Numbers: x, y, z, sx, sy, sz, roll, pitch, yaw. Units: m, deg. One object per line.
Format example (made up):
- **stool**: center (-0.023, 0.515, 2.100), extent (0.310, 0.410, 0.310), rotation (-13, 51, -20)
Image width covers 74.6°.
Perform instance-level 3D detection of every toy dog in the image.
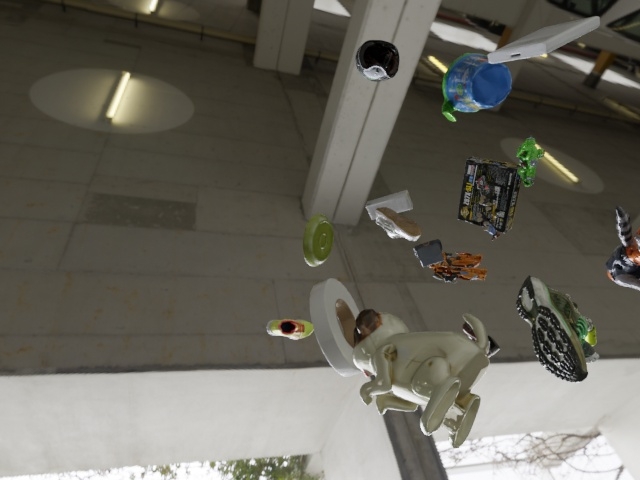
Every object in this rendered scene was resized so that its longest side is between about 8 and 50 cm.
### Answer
- **toy dog**: center (0.264, 0.357, 1.281), extent (0.408, 0.395, 0.284), rotation (19, 172, 46)

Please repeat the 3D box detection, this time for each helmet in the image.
- **helmet**: center (0.230, -0.749, 1.756), extent (0.161, 0.169, 0.169), rotation (19, -147, 33)

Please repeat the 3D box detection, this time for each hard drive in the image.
- **hard drive**: center (0.739, -0.665, 1.395), extent (0.307, 0.040, 0.203), rotation (-31, -154, -24)

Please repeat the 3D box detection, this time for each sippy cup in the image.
- **sippy cup**: center (0.632, -0.620, 1.666), extent (0.240, 0.306, 0.224), rotation (5, -158, -5)

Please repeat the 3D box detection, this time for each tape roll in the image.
- **tape roll**: center (0.083, 0.343, 1.680), extent (0.072, 0.392, 0.392), rotation (-24, -146, 18)

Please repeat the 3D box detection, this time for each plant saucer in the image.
- **plant saucer**: center (0.000, 0.000, 1.873), extent (0.037, 0.241, 0.241), rotation (8, -150, 30)

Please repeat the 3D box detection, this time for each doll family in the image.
- **doll family**: center (0.715, -0.092, 1.770), extent (0.076, 0.193, 0.111), rotation (4, 161, 43)

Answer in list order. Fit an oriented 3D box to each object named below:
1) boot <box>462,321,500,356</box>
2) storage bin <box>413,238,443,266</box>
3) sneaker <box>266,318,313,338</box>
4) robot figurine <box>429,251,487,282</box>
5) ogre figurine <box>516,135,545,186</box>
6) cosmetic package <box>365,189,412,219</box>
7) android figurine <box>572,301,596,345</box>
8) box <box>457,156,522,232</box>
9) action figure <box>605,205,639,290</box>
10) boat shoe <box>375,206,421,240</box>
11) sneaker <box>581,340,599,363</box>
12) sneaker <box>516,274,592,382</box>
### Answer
- **boot**: center (0.617, 0.494, 1.857), extent (0.264, 0.280, 0.096), rotation (36, -160, -39)
- **storage bin**: center (0.530, 0.062, 2.034), extent (0.135, 0.098, 0.091), rotation (-19, -140, 13)
- **sneaker**: center (-0.108, 0.359, 1.710), extent (0.208, 0.094, 0.082), rotation (7, -108, -34)
- **robot figurine**: center (0.729, 0.132, 2.256), extent (0.291, 0.085, 0.211), rotation (4, -136, -1)
- **ogre figurine**: center (0.826, -0.323, 1.667), extent (0.096, 0.118, 0.197), rotation (21, -114, 17)
- **cosmetic package**: center (0.382, -0.197, 2.335), extent (0.239, 0.099, 0.060), rotation (-15, -150, 23)
- **android figurine**: center (0.971, 0.338, 1.678), extent (0.056, 0.273, 0.248), rotation (-33, -151, -15)
- **box**: center (0.815, -0.223, 2.034), extent (0.079, 0.322, 0.257), rotation (-21, -149, -38)
- **action figure**: center (0.952, 0.002, 1.270), extent (0.178, 0.330, 0.341), rotation (8, -129, 24)
- **boat shoe**: center (0.333, -0.054, 1.820), extent (0.098, 0.096, 0.277), rotation (-6, -151, -25)
- **sneaker**: center (0.863, 0.392, 1.458), extent (0.065, 0.166, 0.076), rotation (-17, -99, -58)
- **sneaker**: center (0.730, 0.248, 1.243), extent (0.182, 0.158, 0.410), rotation (7, -149, 5)
